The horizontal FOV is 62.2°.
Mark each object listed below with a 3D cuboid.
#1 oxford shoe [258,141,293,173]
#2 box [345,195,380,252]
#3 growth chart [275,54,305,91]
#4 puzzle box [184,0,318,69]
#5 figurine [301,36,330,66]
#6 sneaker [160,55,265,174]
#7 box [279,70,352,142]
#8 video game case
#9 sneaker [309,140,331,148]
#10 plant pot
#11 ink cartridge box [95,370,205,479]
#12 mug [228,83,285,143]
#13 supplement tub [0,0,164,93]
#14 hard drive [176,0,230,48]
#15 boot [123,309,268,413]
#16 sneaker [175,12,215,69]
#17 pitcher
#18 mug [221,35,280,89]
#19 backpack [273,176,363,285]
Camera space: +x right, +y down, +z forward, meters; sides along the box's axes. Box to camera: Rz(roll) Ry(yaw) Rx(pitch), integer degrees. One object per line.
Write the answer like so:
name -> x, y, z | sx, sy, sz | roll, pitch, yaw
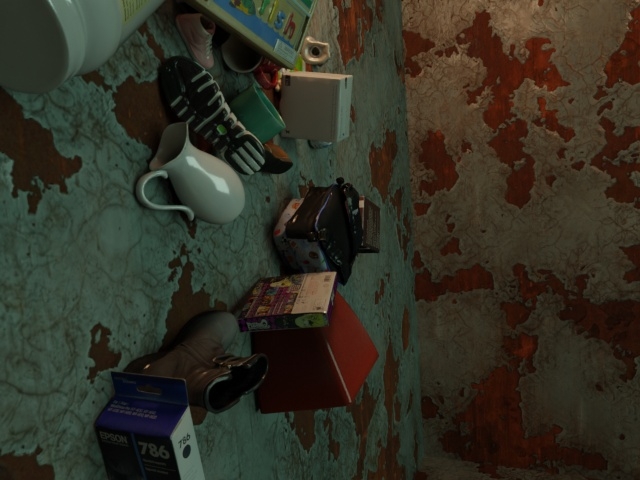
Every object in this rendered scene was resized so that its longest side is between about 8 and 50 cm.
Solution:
oxford shoe -> -0.155, -0.226, 1.381 | 0.076, 0.076, 0.212 | 62, 21, 15
box -> 0.101, -0.049, 1.829 | 0.203, 0.168, 0.167 | 19, 72, -66
growth chart -> -0.090, -0.520, 1.588 | 0.237, 0.021, 0.172 | -23, 111, -68
puzzle box -> -0.132, -0.556, 1.084 | 0.408, 0.052, 0.272 | 10, 100, -61
figurine -> -0.002, -0.535, 1.706 | 0.209, 0.092, 0.215 | -72, 157, -75
sneaker -> -0.238, -0.261, 1.148 | 0.281, 0.106, 0.162 | 53, -4, -19
box -> -0.012, -0.385, 1.524 | 0.119, 0.181, 0.181 | -45, 141, -60
video game case -> -0.071, 0.145, 1.292 | 0.232, 0.210, 0.042 | -72, 155, -69
sneaker -> 0.035, -0.374, 1.799 | 0.237, 0.086, 0.085 | -60, 140, -54
plant pot -> -0.032, 0.277, 1.414 | 0.267, 0.266, 0.236 | -38, 111, -63
ink cartridge box -> -0.280, 0.389, 0.898 | 0.065, 0.165, 0.333 | -34, 120, -62
mug -> -0.161, -0.300, 1.290 | 0.130, 0.097, 0.158 | 53, 10, -14
supplement tub -> -0.339, -0.371, 0.706 | 0.236, 0.235, 0.325 | 67, 31, -42
hard drive -> -0.238, -0.586, 1.191 | 0.172, 0.054, 0.255 | 42, 50, -60
boot -> -0.193, 0.237, 1.037 | 0.338, 0.222, 0.118 | -41, 125, -62
sneaker -> -0.249, -0.427, 1.138 | 0.134, 0.070, 0.051 | 61, 33, -50
pitcher -> -0.257, -0.103, 1.063 | 0.178, 0.125, 0.207 | -59, 136, -18
mug -> -0.157, -0.451, 1.322 | 0.169, 0.113, 0.151 | -37, 128, -68
backpack -> 0.000, 0.000, 1.538 | 0.277, 0.213, 0.264 | -59, 133, -43
